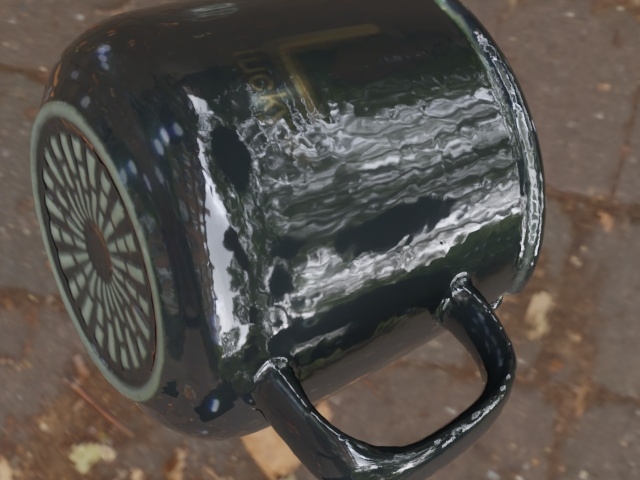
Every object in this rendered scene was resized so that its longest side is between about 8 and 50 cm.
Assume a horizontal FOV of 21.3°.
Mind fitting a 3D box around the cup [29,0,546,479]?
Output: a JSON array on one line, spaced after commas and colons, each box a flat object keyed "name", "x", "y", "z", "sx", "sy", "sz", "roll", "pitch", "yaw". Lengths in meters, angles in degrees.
[{"name": "cup", "x": 0.000, "y": 0.000, "z": 0.666, "sx": 0.176, "sy": 0.223, "sz": 0.169, "roll": -18, "pitch": 145, "yaw": -28}]
